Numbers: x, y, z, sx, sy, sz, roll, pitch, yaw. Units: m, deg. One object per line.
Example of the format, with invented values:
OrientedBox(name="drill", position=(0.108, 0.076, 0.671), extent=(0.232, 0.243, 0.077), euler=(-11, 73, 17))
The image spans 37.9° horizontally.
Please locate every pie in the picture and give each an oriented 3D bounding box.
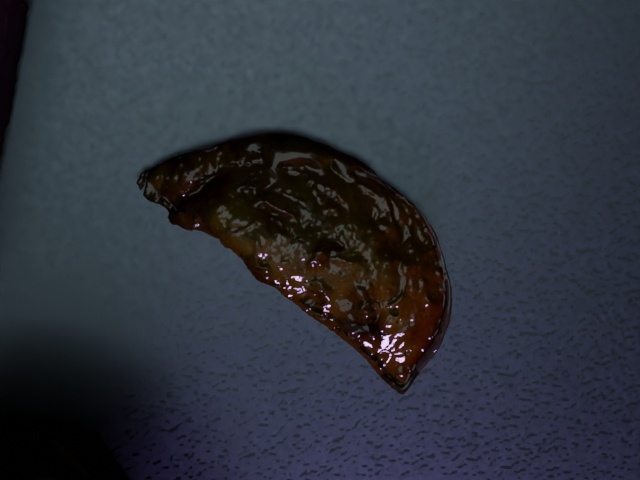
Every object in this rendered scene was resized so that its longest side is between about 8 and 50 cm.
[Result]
OrientedBox(name="pie", position=(0.003, -0.001, 0.491), extent=(0.191, 0.033, 0.088), euler=(38, 96, -15))

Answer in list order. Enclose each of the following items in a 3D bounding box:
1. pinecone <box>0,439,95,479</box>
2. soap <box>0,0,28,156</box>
OrientedBox(name="pinecone", position=(-0.155, 0.220, 0.430), extent=(0.243, 0.257, 0.244), euler=(0, 93, 4))
OrientedBox(name="soap", position=(-0.192, -0.082, 0.370), extent=(0.112, 0.182, 0.289), euler=(15, 110, -8))
